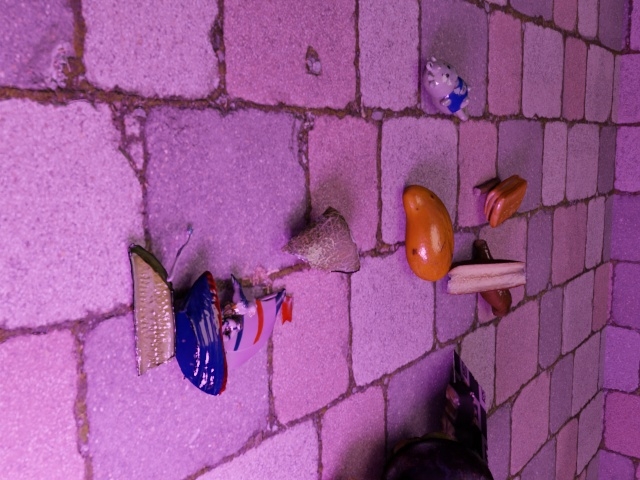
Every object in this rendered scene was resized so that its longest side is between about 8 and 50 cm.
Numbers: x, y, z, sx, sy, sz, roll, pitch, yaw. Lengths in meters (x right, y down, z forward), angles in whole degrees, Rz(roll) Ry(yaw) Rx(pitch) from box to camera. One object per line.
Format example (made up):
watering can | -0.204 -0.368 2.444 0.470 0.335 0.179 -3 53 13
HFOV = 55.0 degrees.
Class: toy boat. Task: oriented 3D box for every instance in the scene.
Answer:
toy boat | -0.157 0.176 1.134 0.318 0.072 0.219 25 73 -59

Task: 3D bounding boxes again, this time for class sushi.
sushi | 0.380 0.540 1.750 0.296 0.100 0.373 -108 -169 -76

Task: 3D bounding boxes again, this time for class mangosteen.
mangosteen | 0.281 0.635 1.550 0.300 0.300 0.300 -9 101 -49

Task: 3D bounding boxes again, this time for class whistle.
whistle | 0.337 -0.392 1.612 0.244 0.092 0.110 36 57 -45

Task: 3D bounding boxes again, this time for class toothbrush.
toothbrush | -0.229 0.021 1.011 0.013 0.011 0.131 49 30 -29

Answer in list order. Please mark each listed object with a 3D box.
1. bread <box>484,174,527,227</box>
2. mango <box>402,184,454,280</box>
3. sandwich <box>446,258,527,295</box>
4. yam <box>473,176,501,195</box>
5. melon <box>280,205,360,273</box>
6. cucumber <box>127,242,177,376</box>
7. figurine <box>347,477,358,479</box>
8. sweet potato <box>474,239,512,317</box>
bread | 0.575 -0.127 1.928 0.200 0.077 0.116 -31 145 -43
mango | 0.279 -0.020 1.578 0.157 0.109 0.262 -29 115 -40
sandwich | 0.474 0.105 1.812 0.258 0.096 0.094 -3 94 -15
yam | 0.516 -0.166 1.903 0.145 0.032 0.032 -26 114 -45
melon | 0.003 -0.003 1.270 0.202 0.093 0.140 15 86 -41
cucumber | -0.262 0.110 0.988 0.046 0.070 0.220 -49 138 -74
figurine | 0.078 0.701 1.347 0.323 0.231 0.340 24 84 -13
sweet potato | 0.533 0.128 1.935 0.286 0.085 0.112 60 17 -22
